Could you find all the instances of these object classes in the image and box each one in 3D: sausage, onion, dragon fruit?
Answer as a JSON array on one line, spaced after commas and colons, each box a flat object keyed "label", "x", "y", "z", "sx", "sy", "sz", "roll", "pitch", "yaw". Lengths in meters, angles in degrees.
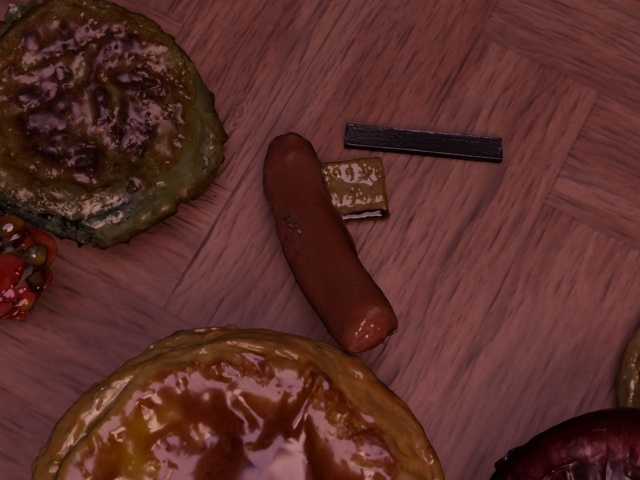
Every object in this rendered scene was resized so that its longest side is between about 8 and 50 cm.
[{"label": "sausage", "x": -0.001, "y": 0.002, "z": 1.289, "sx": 0.087, "sy": 0.079, "sz": 0.327, "roll": -51, "pitch": 43, "yaw": 26}, {"label": "onion", "x": 0.307, "y": 0.310, "z": 1.148, "sx": 0.314, "sy": 0.232, "sz": 0.314, "roll": 4, "pitch": 101, "yaw": 18}, {"label": "dragon fruit", "x": -0.363, "y": 0.027, "z": 1.292, "sx": 0.150, "sy": 0.207, "sz": 0.133, "roll": 0, "pitch": 81, "yaw": -45}]

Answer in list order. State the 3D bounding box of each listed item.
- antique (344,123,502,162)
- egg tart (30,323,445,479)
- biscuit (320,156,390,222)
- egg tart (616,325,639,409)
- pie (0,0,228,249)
[{"label": "antique", "x": 0.125, "y": -0.118, "z": 1.401, "sx": 0.192, "sy": 0.015, "sz": 0.031, "roll": 6, "pitch": 71, "yaw": 1}, {"label": "egg tart", "x": -0.084, "y": 0.303, "z": 1.178, "sx": 0.443, "sy": 0.178, "sz": 0.443, "roll": 1, "pitch": 70, "yaw": -2}, {"label": "biscuit", "x": 0.038, "y": -0.059, "z": 1.380, "sx": 0.083, "sy": 0.018, "sz": 0.081, "roll": -7, "pitch": 72, "yaw": -3}, {"label": "egg tart", "x": 0.485, "y": 0.182, "z": 1.243, "sx": 0.341, "sy": 0.132, "sz": 0.341, "roll": 0, "pitch": 73, "yaw": 0}, {"label": "pie", "x": -0.284, "y": -0.148, "z": 1.360, "sx": 0.354, "sy": 0.103, "sz": 0.288, "roll": 23, "pitch": 68, "yaw": 8}]
